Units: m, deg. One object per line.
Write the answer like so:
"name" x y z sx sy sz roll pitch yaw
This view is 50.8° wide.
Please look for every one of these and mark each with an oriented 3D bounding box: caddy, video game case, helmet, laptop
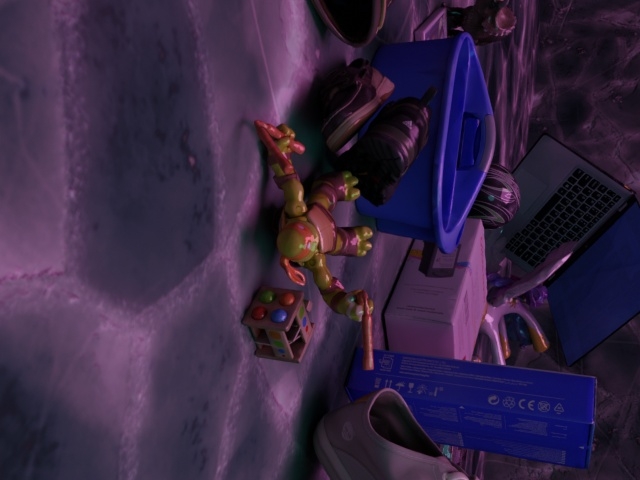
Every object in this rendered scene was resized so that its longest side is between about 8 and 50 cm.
"caddy" 0.178 -0.151 1.041 0.241 0.179 0.341 33 64 -67
"video game case" 0.220 -0.344 1.309 0.190 0.022 0.173 -54 143 -52
"helmet" 0.392 -0.107 1.601 0.169 0.162 0.169 5 90 -68
"laptop" 0.585 0.027 1.663 0.236 0.408 0.382 -46 170 -43

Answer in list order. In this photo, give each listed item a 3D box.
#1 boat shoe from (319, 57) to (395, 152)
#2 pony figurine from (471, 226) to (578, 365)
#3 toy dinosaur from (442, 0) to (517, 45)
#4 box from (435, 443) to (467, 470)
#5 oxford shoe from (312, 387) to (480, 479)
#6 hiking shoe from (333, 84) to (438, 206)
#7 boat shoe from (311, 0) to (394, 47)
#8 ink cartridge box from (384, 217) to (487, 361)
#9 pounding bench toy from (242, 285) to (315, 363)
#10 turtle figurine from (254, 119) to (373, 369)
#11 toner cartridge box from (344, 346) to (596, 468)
"boat shoe" 0.032 -0.172 0.816 0.073 0.080 0.223 44 29 -6
"pony figurine" 0.439 0.144 1.642 0.351 0.303 0.363 -38 116 -27
"toy dinosaur" 0.346 -0.453 1.415 0.313 0.160 0.121 -18 112 -65
"box" 0.300 0.551 1.635 0.242 0.077 0.307 28 69 -66
"oxford shoe" 0.154 0.345 0.781 0.130 0.449 0.169 -51 143 12
"hiking shoe" 0.089 -0.113 0.828 0.114 0.086 0.227 -48 -176 -10
"boat shoe" 0.015 -0.329 0.687 0.324 0.117 0.096 57 39 -65
"ink cartridge box" 0.232 0.130 1.299 0.306 0.131 0.226 -61 147 -48
"pounding bench toy" -0.039 0.076 0.718 0.083 0.052 0.065 -64 150 -42
"turtle figurine" 0.000 0.000 0.731 0.269 0.087 0.217 63 19 -1
"toner cartridge box" 0.225 0.251 1.018 0.165 0.348 0.075 68 33 -49
